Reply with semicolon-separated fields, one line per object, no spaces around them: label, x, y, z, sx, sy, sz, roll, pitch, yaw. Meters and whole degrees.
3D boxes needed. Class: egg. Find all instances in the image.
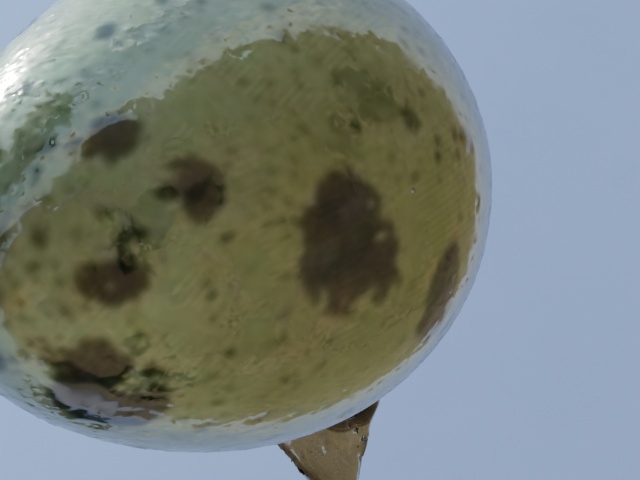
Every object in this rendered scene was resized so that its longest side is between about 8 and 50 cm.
egg;-0.040;-0.013;0.665;0.228;0.177;0.177;-21;-54;-54

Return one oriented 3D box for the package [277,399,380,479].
package;0.000;0.000;0.971;0.154;0.030;0.239;56;-148;-56
